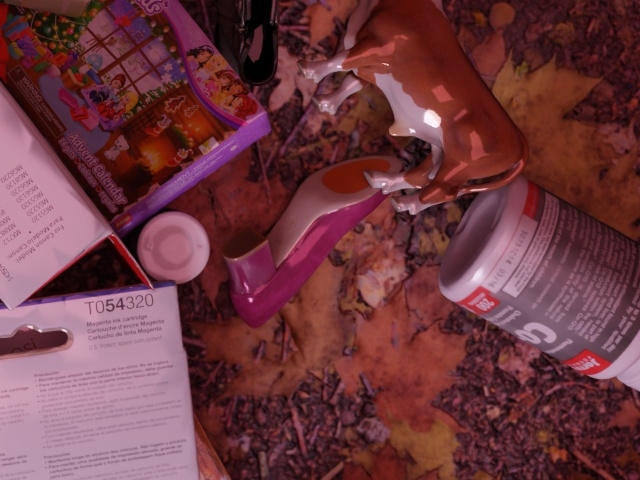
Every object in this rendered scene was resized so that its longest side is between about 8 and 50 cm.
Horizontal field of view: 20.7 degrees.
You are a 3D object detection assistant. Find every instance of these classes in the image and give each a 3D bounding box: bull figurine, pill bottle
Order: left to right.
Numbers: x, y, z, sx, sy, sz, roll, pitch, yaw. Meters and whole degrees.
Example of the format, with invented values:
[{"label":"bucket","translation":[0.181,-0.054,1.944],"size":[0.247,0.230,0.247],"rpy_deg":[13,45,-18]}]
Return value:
[{"label":"pill bottle","translation":[-0.166,0.004,1.885],"size":[0.078,0.137,0.078],"rpy_deg":[-1,93,-12]},{"label":"bull figurine","translation":[0.094,-0.175,1.909],"size":[0.188,0.101,0.310],"rpy_deg":[-34,79,-6]},{"label":"pill bottle","translation":[0.290,0.056,1.966],"size":[0.283,0.161,0.161],"rpy_deg":[29,88,-11]}]

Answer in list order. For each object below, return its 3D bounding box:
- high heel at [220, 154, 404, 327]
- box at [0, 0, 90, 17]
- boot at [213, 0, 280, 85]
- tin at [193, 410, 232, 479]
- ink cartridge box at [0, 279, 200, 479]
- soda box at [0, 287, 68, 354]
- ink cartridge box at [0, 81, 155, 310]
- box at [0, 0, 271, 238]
[{"label":"high heel","translation":[0.000,0.000,1.965],"size":[0.244,0.082,0.117],"rpy_deg":[-36,136,-22]},{"label":"box","translation":[-0.383,-0.373,1.801],"size":[0.322,0.058,0.232],"rpy_deg":[10,73,-14]},{"label":"boot","translation":[-0.071,-0.287,1.873],"size":[0.083,0.161,0.246],"rpy_deg":[-3,94,-12]},{"label":"tin","translation":[-0.170,0.250,1.952],"size":[0.106,0.040,0.190],"rpy_deg":[-29,98,-12]},{"label":"ink cartridge box","translation":[-0.288,0.219,1.784],"size":[0.324,0.071,0.330],"rpy_deg":[-7,95,-17]},{"label":"soda box","translation":[-0.365,0.123,1.885],"size":[0.216,0.074,0.069],"rpy_deg":[-22,98,-9]},{"label":"ink cartridge box","translation":[-0.308,-0.032,1.767],"size":[0.130,0.309,0.272],"rpy_deg":[-38,99,-7]},{"label":"box","translation":[-0.217,-0.174,1.842],"size":[0.201,0.057,0.293],"rpy_deg":[-36,72,-8]}]
